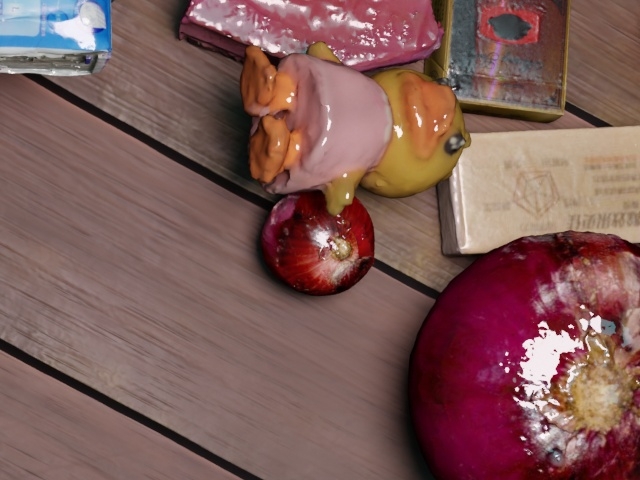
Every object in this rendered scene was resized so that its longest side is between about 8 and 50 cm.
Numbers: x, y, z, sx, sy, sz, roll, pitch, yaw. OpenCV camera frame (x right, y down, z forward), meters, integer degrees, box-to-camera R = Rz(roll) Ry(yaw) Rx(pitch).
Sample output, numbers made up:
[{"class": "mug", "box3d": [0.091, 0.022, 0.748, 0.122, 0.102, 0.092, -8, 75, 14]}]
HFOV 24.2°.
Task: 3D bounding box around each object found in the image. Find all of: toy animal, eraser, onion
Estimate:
[{"class": "toy animal", "box3d": [0.044, -0.116, 1.611, 0.281, 0.169, 0.195, -2, 74, -22]}, {"class": "eraser", "box3d": [0.309, -0.061, 1.763, 0.343, 0.078, 0.144, -3, 86, -13]}, {"class": "onion", "box3d": [0.226, 0.142, 1.636, 0.260, 0.282, 0.337, 14, 96, -8]}, {"class": "onion", "box3d": [0.000, 0.000, 1.674, 0.131, 0.131, 0.131, 1, 85, -12]}]

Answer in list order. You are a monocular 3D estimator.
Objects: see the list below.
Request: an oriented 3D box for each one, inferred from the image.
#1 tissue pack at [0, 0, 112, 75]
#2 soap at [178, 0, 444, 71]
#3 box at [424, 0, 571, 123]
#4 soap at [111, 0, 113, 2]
[{"class": "tissue pack", "box3d": [-0.306, -0.302, 1.464, 0.198, 0.146, 0.263, 0, 87, -12]}, {"class": "soap", "box3d": [0.000, -0.268, 1.702, 0.289, 0.112, 0.182, 20, 84, -11]}, {"class": "box", "box3d": [0.213, -0.267, 1.766, 0.159, 0.071, 0.240, 7, 83, -13]}, {"class": "soap", "box3d": [-0.319, -0.436, 1.627, 0.261, 0.156, 0.446, -1, 86, -12]}]
